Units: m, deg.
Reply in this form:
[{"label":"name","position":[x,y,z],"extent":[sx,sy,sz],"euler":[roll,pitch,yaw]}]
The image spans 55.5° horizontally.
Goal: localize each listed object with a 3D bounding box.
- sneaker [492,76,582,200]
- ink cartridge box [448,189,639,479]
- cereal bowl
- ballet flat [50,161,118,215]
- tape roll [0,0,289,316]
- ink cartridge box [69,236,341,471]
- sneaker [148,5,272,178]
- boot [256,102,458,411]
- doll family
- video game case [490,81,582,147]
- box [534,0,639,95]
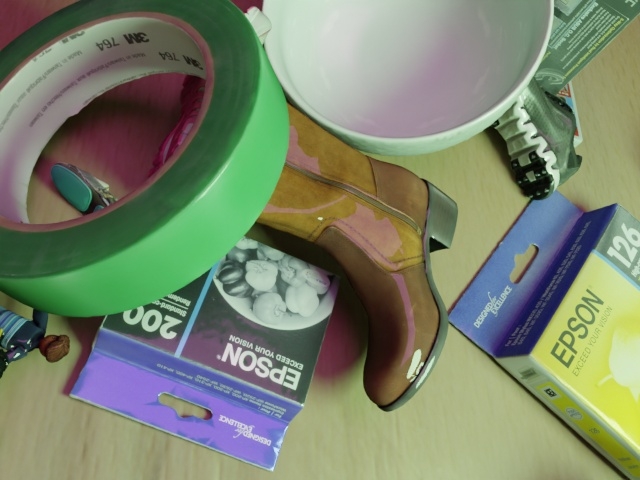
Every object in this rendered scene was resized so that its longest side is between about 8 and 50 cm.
[{"label":"sneaker","position":[0.294,-0.179,0.846],"extent":[0.106,0.078,0.234],"euler":[-23,91,-24]},{"label":"ink cartridge box","position":[0.357,0.093,0.757],"extent":[0.307,0.072,0.303],"euler":[43,57,3]},{"label":"cereal bowl","position":[0.105,-0.258,0.767],"extent":[0.339,0.141,0.339],"euler":[-2,79,9]},{"label":"ballet flat","position":[-0.227,-0.039,0.628],"extent":[0.114,0.041,0.041],"euler":[44,57,5]},{"label":"tape roll","position":[-0.190,-0.093,0.547],"extent":[0.321,0.077,0.321],"euler":[-8,59,14]},{"label":"ink cartridge box","position":[-0.102,0.089,0.598],"extent":[0.206,0.045,0.208],"euler":[23,58,-10]},{"label":"sneaker","position":[-0.099,-0.141,0.684],"extent":[0.111,0.103,0.252],"euler":[25,75,-27]},{"label":"boot","position":[0.000,0.000,0.593],"extent":[0.280,0.096,0.264],"euler":[27,67,-21]},{"label":"doll family","position":[-0.291,0.114,0.494],"extent":[0.111,0.076,0.193],"euler":[16,62,11]},{"label":"video game case","position":[0.302,-0.287,0.961],"extent":[0.204,0.025,0.285],"euler":[12,60,-15]},{"label":"box","position":[0.299,-0.354,0.797],"extent":[0.242,0.307,0.076],"euler":[36,59,1]}]
